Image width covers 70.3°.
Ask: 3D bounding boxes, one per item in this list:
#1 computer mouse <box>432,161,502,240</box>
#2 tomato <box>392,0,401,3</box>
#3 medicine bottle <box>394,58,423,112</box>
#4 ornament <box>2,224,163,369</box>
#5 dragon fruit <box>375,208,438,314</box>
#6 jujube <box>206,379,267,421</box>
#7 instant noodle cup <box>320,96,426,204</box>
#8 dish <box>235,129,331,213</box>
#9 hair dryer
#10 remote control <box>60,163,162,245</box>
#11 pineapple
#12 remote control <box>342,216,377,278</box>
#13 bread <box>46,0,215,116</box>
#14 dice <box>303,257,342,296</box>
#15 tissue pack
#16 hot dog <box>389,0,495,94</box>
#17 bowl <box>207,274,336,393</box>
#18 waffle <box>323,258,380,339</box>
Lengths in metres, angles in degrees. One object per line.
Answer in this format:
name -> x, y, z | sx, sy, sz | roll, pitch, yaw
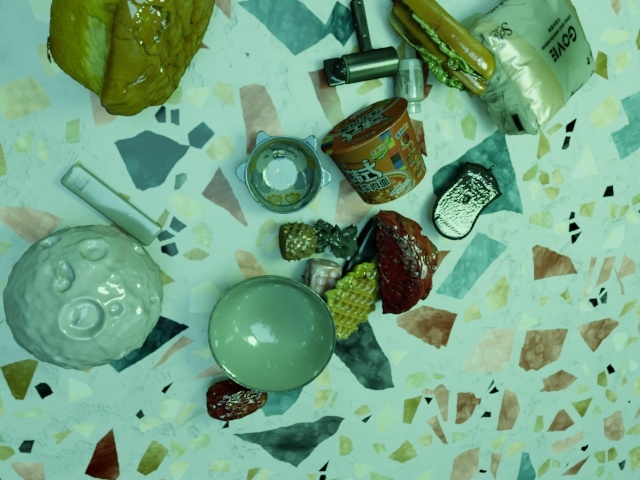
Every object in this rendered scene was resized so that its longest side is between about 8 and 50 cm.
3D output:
computer mouse -> 0.432, -0.122, 1.375 | 0.147, 0.088, 0.264 | 43, 90, -3
tomato -> 0.252, -0.710, 1.195 | 0.166, 0.082, 0.174 | -19, 104, -11
medicine bottle -> 0.245, -0.424, 1.259 | 0.079, 0.079, 0.140 | -8, 105, -13
ornament -> -0.538, 0.132, 1.053 | 0.336, 0.337, 0.338 | -3, 103, -14
dragon fruit -> 0.275, 0.050, 1.299 | 0.205, 0.151, 0.317 | -30, 119, -46
jujube -> -0.240, 0.455, 1.312 | 0.176, 0.109, 0.112 | -5, 137, -17
instant noodle cup -> 0.152, -0.229, 1.206 | 0.250, 0.250, 0.192 | -36, 118, -5
dish -> -0.097, -0.188, 1.217 | 0.236, 0.086, 0.228 | 26, 94, -18
hair dryer -> 0.087, -0.546, 1.205 | 0.195, 0.078, 0.249 | -14, 96, -11
remote control -> -0.526, -0.088, 1.157 | 0.261, 0.029, 0.067 | 42, 89, -22
pineapple -> 0.000, 0.000, 1.280 | 0.237, 0.111, 0.119 | -5, 129, -20
remote control -> 0.129, 0.036, 1.350 | 0.072, 0.042, 0.222 | 23, 95, -21
bread -> -0.362, -0.457, 0.934 | 0.215, 0.398, 0.398 | 31, 93, -7
dice -> 0.004, 0.105, 1.307 | 0.094, 0.091, 0.093 | 8, 101, -17
tissue pack -> 0.587, -0.523, 1.280 | 0.375, 0.195, 0.390 | -47, 110, -14
hot dog -> 0.314, -0.503, 1.174 | 0.337, 0.135, 0.100 | 44, 64, 1
bowl -> -0.126, 0.231, 1.251 | 0.336, 0.157, 0.338 | 0, 104, 1
waffle -> 0.093, 0.175, 1.317 | 0.243, 0.058, 0.238 | -32, 139, -28
